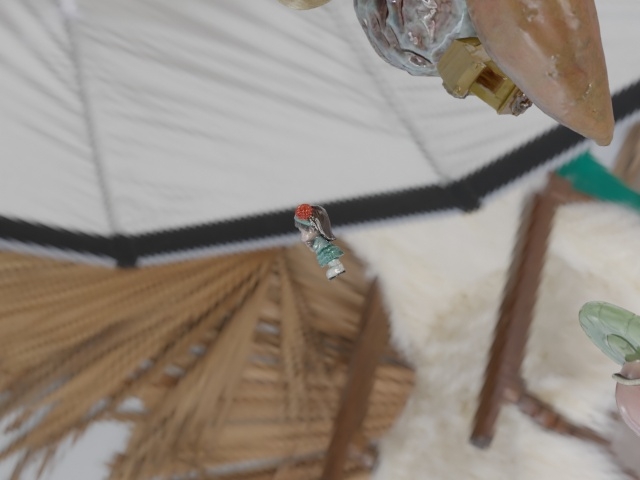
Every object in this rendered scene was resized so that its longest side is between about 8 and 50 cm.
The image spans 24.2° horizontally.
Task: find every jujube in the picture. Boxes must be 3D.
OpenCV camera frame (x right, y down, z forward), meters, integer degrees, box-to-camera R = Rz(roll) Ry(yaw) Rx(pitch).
[{"bbox_3d":[0.150,-0.344,1.722,0.226,0.226,0.317,-88,2,-53],"label":"jujube"}]

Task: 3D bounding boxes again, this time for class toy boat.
[{"bbox_3d":[0.170,-0.158,1.457,0.057,0.077,0.200,-55,-16,17],"label":"toy boat"}]

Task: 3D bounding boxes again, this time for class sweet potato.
[{"bbox_3d":[0.122,-0.225,1.050,0.095,0.354,0.106,-28,-2,10],"label":"sweet potato"}]

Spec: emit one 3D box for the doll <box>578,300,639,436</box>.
[{"bbox_3d":[0.442,0.154,1.688,0.268,0.284,0.216,20,71,51],"label":"doll"}]

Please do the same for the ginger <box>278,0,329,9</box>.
[{"bbox_3d":[0.139,-0.360,1.966,0.348,0.363,0.122,-35,34,62],"label":"ginger"}]

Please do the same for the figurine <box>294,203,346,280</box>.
[{"bbox_3d":[0.000,0.000,1.968,0.047,0.106,0.060,-27,-3,12],"label":"figurine"}]
